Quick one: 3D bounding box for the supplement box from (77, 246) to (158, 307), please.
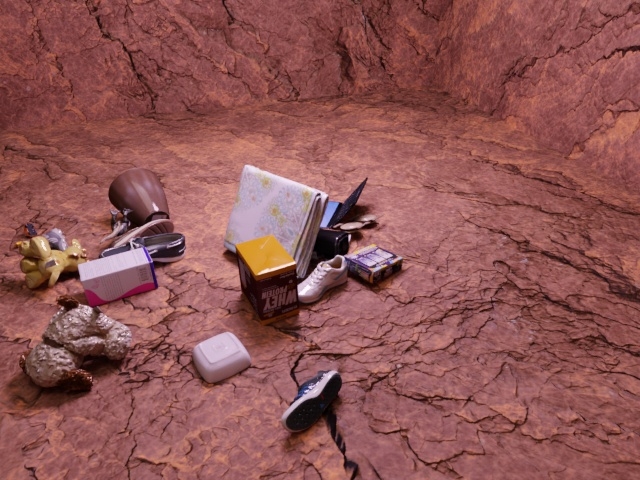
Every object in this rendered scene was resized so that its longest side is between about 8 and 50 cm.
[{"bbox_3d":[-0.670,0.119,1.652,0.220,0.111,0.114,-17,35,-24],"label":"supplement box"}]

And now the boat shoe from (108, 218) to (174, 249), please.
[{"bbox_3d":[-0.686,-0.019,1.894,0.095,0.095,0.257,18,37,38],"label":"boat shoe"}]

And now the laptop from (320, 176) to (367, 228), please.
[{"bbox_3d":[0.047,-0.165,2.061,0.137,0.264,0.234,38,35,-8],"label":"laptop"}]

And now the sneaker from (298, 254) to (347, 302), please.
[{"bbox_3d":[-0.003,0.126,1.641,0.087,0.092,0.229,28,43,36],"label":"sneaker"}]

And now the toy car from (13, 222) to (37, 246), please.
[{"bbox_3d":[-1.168,-0.021,1.949,0.041,0.060,0.122,-26,17,22],"label":"toy car"}]

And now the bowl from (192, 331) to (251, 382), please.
[{"bbox_3d":[-0.278,0.315,1.383,0.142,0.053,0.142,-21,36,-26],"label":"bowl"}]

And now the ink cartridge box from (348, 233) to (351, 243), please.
[{"bbox_3d":[0.076,0.015,1.875,0.063,0.029,0.115,6,34,10],"label":"ink cartridge box"}]

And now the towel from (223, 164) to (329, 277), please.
[{"bbox_3d":[-0.166,-0.066,1.751,0.375,0.320,0.090,23,8,31],"label":"towel"}]

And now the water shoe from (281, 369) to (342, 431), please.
[{"bbox_3d":[-0.030,0.400,1.243,0.203,0.072,0.080,-31,16,-38],"label":"water shoe"}]

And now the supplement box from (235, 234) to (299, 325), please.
[{"bbox_3d":[-0.166,0.121,1.555,0.129,0.194,0.191,-16,35,-22],"label":"supplement box"}]

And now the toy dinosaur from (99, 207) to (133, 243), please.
[{"bbox_3d":[-0.763,-0.061,1.879,0.064,0.118,0.268,13,8,-7],"label":"toy dinosaur"}]

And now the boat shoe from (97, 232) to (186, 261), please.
[{"bbox_3d":[-0.632,0.027,1.770,0.303,0.091,0.114,-12,40,-33],"label":"boat shoe"}]

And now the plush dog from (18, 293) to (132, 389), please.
[{"bbox_3d":[-0.686,0.287,1.343,0.263,0.210,0.225,11,60,21],"label":"plush dog"}]

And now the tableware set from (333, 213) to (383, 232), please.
[{"bbox_3d":[0.153,-0.061,1.978,0.128,0.039,0.194,3,20,37],"label":"tableware set"}]

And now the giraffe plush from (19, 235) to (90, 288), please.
[{"bbox_3d":[-0.900,0.067,1.719,0.210,0.181,0.170,4,9,28],"label":"giraffe plush"}]

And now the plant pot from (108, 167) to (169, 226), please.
[{"bbox_3d":[-0.708,-0.143,2.016,0.216,0.215,0.230,-23,52,-31],"label":"plant pot"}]

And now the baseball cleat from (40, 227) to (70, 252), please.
[{"bbox_3d":[-1.000,0.026,1.869,0.110,0.072,0.206,-32,37,-19],"label":"baseball cleat"}]

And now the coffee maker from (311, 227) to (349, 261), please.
[{"bbox_3d":[0.000,0.000,1.755,0.178,0.171,0.120,9,45,27],"label":"coffee maker"}]

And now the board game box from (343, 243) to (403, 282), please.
[{"bbox_3d":[0.181,0.078,1.732,0.141,0.048,0.170,26,31,38],"label":"board game box"}]
